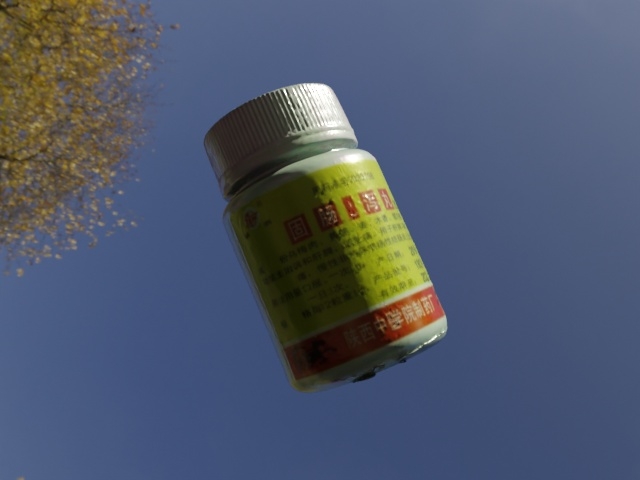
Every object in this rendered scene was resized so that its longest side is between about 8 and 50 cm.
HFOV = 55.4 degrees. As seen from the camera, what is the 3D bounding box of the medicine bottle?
[{"bbox_3d":[0.000,0.000,0.504,0.139,0.139,0.225,-26,-98,18],"label":"medicine bottle"}]
